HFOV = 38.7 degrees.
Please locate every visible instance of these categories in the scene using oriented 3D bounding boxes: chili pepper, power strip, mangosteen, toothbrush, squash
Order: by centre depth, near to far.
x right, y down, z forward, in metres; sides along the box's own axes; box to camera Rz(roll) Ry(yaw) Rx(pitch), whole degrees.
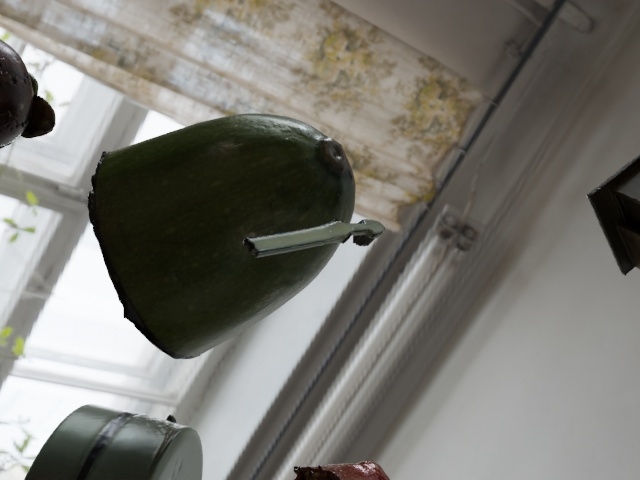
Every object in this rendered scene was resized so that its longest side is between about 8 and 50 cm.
[{"bbox_3d":[0.003,-0.004,0.886,0.026,0.294,0.028,45,-73,16],"label":"toothbrush"},{"bbox_3d":[0.028,0.272,0.983,0.073,0.123,0.070,-29,-116,27],"label":"chili pepper"},{"bbox_3d":[-0.089,-0.034,1.196,0.309,0.310,0.310,-21,-124,16],"label":"squash"},{"bbox_3d":[-0.282,0.387,1.214,0.161,0.357,0.357,12,-97,9],"label":"power strip"},{"bbox_3d":[-0.468,-0.202,1.278,0.166,0.180,0.166,-5,-101,26],"label":"mangosteen"}]

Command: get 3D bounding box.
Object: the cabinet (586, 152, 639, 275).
[{"bbox_3d":[0.465,-0.036,1.059,0.215,0.148,0.175,-37,-149,-8],"label":"cabinet"}]
